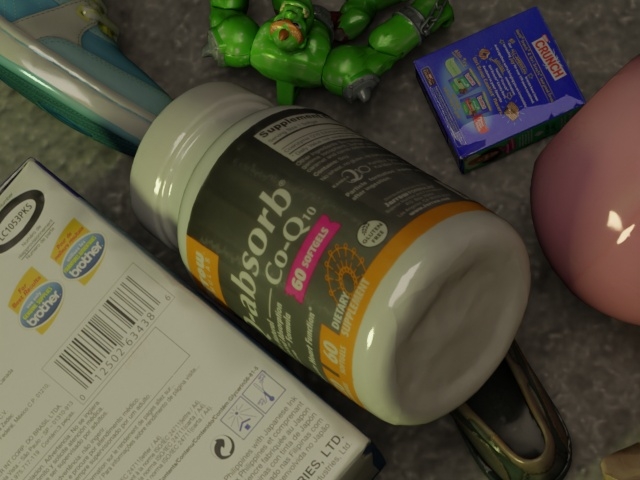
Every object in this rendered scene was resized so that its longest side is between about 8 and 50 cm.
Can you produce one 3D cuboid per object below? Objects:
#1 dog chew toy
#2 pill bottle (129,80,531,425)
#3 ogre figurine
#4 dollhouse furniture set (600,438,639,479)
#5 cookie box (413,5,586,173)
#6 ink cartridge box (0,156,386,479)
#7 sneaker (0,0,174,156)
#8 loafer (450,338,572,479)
[{"bbox_3d":[0.310,0.019,1.383,0.332,0.206,0.206,44,83,6],"label":"dog chew toy"},{"bbox_3d":[0.000,0.000,1.373,0.278,0.162,0.162,32,80,36],"label":"pill bottle"},{"bbox_3d":[-0.006,-0.169,1.513,0.197,0.097,0.118,26,61,-4],"label":"ogre figurine"},{"bbox_3d":[0.312,0.364,1.288,0.394,0.256,0.362,22,66,28],"label":"dollhouse furniture set"},{"bbox_3d":[0.140,-0.117,1.507,0.107,0.040,0.092,-24,74,-1],"label":"cookie box"},{"bbox_3d":[-0.187,0.131,1.418,0.395,0.151,0.270,39,81,12],"label":"ink cartridge box"},{"bbox_3d":[-0.200,-0.219,1.524,0.319,0.127,0.208,36,83,12],"label":"sneaker"},{"bbox_3d":[0.098,0.068,1.441,0.096,0.084,0.267,-36,75,-4],"label":"loafer"}]
